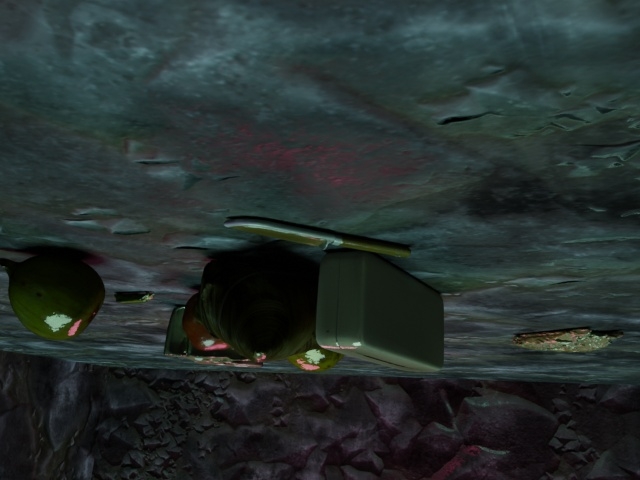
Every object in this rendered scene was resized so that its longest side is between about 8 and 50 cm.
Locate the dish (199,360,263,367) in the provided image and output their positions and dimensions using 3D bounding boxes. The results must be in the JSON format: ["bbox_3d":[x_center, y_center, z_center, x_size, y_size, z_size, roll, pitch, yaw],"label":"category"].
[{"bbox_3d":[-0.271,0.332,1.903,0.213,0.091,0.213,4,166,1],"label":"dish"}]

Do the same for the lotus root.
[{"bbox_3d":[-0.256,0.229,1.495,0.234,0.119,0.138,9,163,-22],"label":"lotus root"}]

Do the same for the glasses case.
[{"bbox_3d":[0.108,0.123,1.003,0.076,0.144,0.336,-7,160,29],"label":"glasses case"}]

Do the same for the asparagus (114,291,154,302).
[{"bbox_3d":[-0.394,0.121,1.327,0.108,0.021,0.025,-4,161,27],"label":"asparagus"}]

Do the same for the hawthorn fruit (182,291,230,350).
[{"bbox_3d":[-0.203,0.148,1.230,0.125,0.140,0.125,33,178,1],"label":"hawthorn fruit"}]

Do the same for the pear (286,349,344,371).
[{"bbox_3d":[-0.008,0.175,1.195,0.148,0.149,0.162,10,170,-19],"label":"pear"}]

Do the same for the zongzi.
[{"bbox_3d":[-0.026,0.125,0.943,0.285,0.134,0.288,7,-173,-25],"label":"zongzi"}]

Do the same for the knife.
[{"bbox_3d":[0.000,0.001,0.823,0.255,0.022,0.046,10,167,-20],"label":"knife"}]

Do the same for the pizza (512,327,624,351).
[{"bbox_3d":[0.585,0.234,1.454,0.181,0.034,0.262,12,162,-22],"label":"pizza"}]

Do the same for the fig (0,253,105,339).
[{"bbox_3d":[-0.452,0.080,1.040,0.186,0.148,0.142,40,-174,13],"label":"fig"}]
